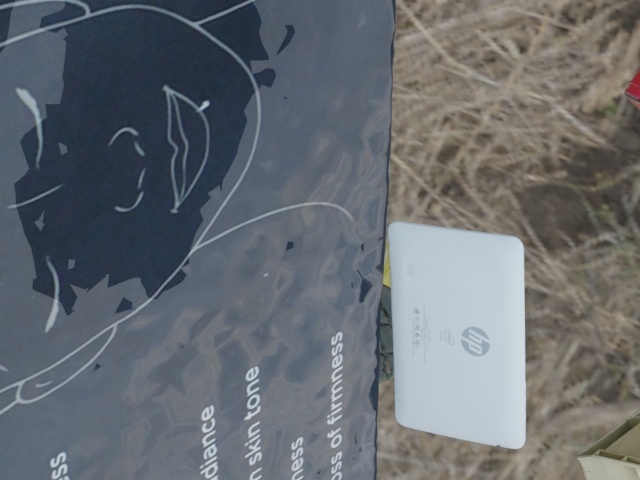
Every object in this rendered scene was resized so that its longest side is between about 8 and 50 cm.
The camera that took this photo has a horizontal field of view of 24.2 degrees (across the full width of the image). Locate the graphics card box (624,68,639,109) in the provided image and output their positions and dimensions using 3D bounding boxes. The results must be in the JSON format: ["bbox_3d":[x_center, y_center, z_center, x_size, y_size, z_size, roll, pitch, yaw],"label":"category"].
[{"bbox_3d":[0.379,-0.189,0.903,0.094,0.233,0.371,34,93,-29],"label":"graphics card box"}]

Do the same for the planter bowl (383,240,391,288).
[{"bbox_3d":[0.000,0.000,1.777,0.217,0.217,0.090,-8,124,-24],"label":"planter bowl"}]

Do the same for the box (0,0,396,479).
[{"bbox_3d":[-0.228,0.012,0.708,0.471,0.297,0.480,-30,136,-36],"label":"box"}]

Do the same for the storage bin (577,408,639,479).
[{"bbox_3d":[0.390,0.172,1.210,0.262,0.260,0.123,-31,106,-25],"label":"storage bin"}]

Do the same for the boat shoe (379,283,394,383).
[{"bbox_3d":[-0.049,0.099,1.559,0.324,0.120,0.123,1,83,-35],"label":"boat shoe"}]

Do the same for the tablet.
[{"bbox_3d":[0.050,0.035,0.552,0.006,0.054,0.083,-32,124,-53],"label":"tablet"}]
